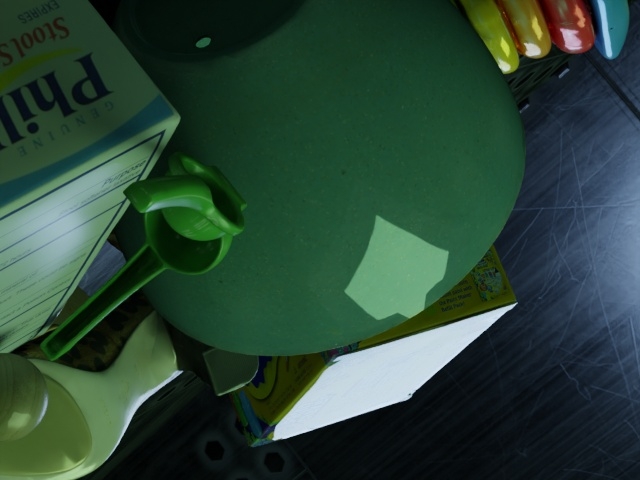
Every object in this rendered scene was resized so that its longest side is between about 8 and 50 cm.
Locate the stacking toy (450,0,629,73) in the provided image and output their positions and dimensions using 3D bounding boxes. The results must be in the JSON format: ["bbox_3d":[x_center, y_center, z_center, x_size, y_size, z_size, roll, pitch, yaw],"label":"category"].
[{"bbox_3d":[0.131,-0.208,1.536,0.302,0.166,0.175,-28,158,4],"label":"stacking toy"}]

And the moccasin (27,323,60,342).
[{"bbox_3d":[-0.272,0.074,1.201,0.380,0.147,0.139,-43,169,26],"label":"moccasin"}]

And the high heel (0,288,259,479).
[{"bbox_3d":[-0.192,0.097,1.105,0.261,0.093,0.186,-14,-165,-22],"label":"high heel"}]

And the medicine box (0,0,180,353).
[{"bbox_3d":[-0.255,0.002,0.848,0.263,0.149,0.289,-33,170,-36],"label":"medicine box"}]

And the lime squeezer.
[{"bbox_3d":[-0.091,-0.009,0.880,0.110,0.059,0.310,-19,170,-22],"label":"lime squeezer"}]

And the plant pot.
[{"bbox_3d":[-0.030,-0.098,1.028,0.290,0.290,0.195,-38,139,-9],"label":"plant pot"}]

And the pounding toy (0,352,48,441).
[{"bbox_3d":[-0.240,0.159,0.863,0.183,0.110,0.237,-40,172,18],"label":"pounding toy"}]

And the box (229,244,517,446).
[{"bbox_3d":[0.000,0.000,1.424,0.177,0.279,0.290,-15,163,-22],"label":"box"}]

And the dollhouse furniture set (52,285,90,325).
[{"bbox_3d":[-0.291,0.109,1.447,0.123,0.144,0.151,-40,-171,50],"label":"dollhouse furniture set"}]

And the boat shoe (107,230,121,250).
[{"bbox_3d":[-0.111,-0.006,1.295,0.122,0.120,0.324,-26,-169,-19],"label":"boat shoe"}]
